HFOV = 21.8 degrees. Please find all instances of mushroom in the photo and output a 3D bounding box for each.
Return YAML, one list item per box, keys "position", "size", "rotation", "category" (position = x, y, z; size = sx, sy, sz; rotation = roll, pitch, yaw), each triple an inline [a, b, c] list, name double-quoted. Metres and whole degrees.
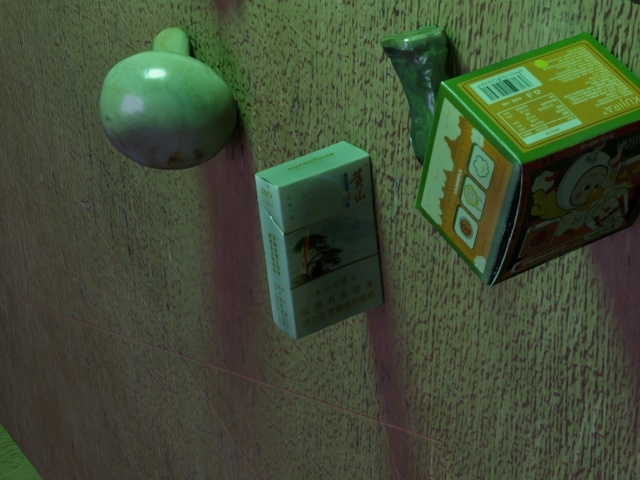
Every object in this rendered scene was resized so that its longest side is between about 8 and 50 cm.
- position: [-0.226, -0.220, 2.489]
  size: [0.207, 0.207, 0.215]
  rotation: [111, 164, -53]
  category: "mushroom"

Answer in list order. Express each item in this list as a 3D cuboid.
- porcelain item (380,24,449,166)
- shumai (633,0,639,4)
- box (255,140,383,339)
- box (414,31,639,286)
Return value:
- position: [0.134, -0.143, 1.966]
  size: [0.081, 0.069, 0.216]
  rotation: [5, 112, 57]
  category: "porcelain item"
- position: [0.281, -0.277, 1.576]
  size: [0.099, 0.087, 0.124]
  rotation: [17, 122, 59]
  category: "shumai"
- position: [0.000, -0.001, 2.231]
  size: [0.067, 0.149, 0.233]
  rotation: [28, 133, 48]
  category: "box"
- position: [0.225, -0.082, 1.701]
  size: [0.148, 0.195, 0.177]
  rotation: [49, 147, 33]
  category: "box"
